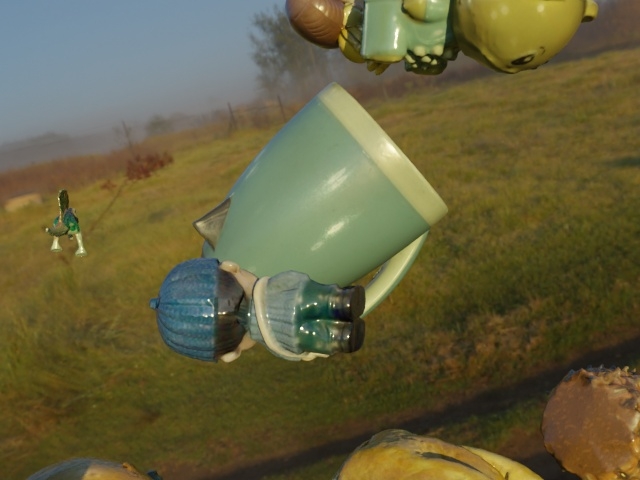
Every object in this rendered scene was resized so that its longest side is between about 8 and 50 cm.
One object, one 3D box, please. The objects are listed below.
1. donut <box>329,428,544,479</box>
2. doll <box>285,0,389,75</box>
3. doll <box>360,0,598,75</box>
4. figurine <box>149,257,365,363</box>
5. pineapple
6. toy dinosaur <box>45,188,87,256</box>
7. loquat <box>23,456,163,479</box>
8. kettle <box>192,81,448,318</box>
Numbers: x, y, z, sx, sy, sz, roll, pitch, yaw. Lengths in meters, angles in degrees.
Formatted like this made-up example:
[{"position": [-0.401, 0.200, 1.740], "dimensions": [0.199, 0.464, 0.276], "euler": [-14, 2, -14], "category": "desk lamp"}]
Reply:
[{"position": [0.127, 0.401, 0.824], "dimensions": [0.361, 0.360, 0.170], "euler": [-11, -1, 27], "category": "donut"}, {"position": [0.030, -0.319, 1.019], "dimensions": [0.096, 0.188, 0.145], "euler": [-53, 5, 21], "category": "doll"}, {"position": [0.199, -0.291, 0.864], "dimensions": [0.261, 0.161, 0.177], "euler": [10, 8, 37], "category": "doll"}, {"position": [-0.045, 0.057, 0.496], "dimensions": [0.149, 0.086, 0.087], "euler": [4, 11, 20], "category": "figurine"}, {"position": [0.457, 0.262, 0.928], "dimensions": [0.365, 0.165, 0.166], "euler": [17, -12, -35], "category": "pineapple"}, {"position": [-0.418, -0.034, 1.121], "dimensions": [0.044, 0.106, 0.187], "euler": [-7, -18, 0], "category": "toy dinosaur"}, {"position": [-0.372, 0.508, 1.141], "dimensions": [0.329, 0.328, 0.359], "euler": [-11, 17, 29], "category": "loquat"}, {"position": [0.000, 0.000, 1.005], "dimensions": [0.342, 0.319, 0.247], "euler": [-42, 28, 8], "category": "kettle"}]
